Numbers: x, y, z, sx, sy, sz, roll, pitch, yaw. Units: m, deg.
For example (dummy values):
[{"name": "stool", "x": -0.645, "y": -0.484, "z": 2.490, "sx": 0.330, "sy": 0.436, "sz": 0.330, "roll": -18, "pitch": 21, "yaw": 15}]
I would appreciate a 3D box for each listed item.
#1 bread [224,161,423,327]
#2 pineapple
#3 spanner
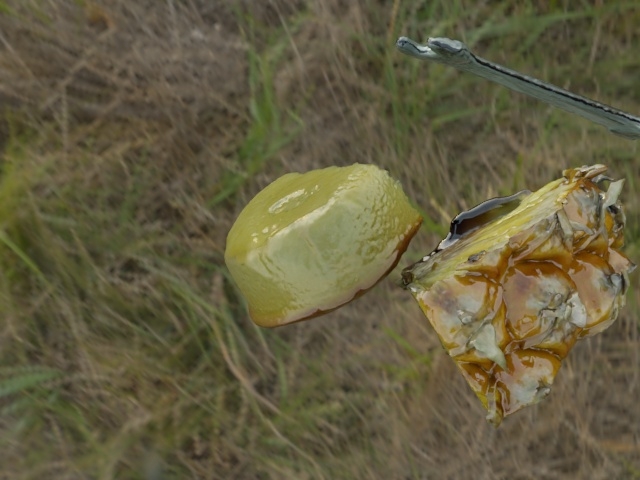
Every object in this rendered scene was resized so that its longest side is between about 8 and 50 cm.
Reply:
[{"name": "bread", "x": -0.008, "y": 0.006, "z": 1.191, "sx": 0.125, "sy": 0.156, "sz": 0.086, "roll": -41, "pitch": 110, "yaw": -24}, {"name": "pineapple", "x": 0.136, "y": 0.033, "z": 1.178, "sx": 0.186, "sy": 0.236, "sz": 0.114, "roll": -17, "pitch": 105, "yaw": 40}, {"name": "spanner", "x": 0.193, "y": -0.132, "z": 1.447, "sx": 0.071, "sy": 0.302, "sz": 0.017, "roll": 1, "pitch": 78, "yaw": 56}]
